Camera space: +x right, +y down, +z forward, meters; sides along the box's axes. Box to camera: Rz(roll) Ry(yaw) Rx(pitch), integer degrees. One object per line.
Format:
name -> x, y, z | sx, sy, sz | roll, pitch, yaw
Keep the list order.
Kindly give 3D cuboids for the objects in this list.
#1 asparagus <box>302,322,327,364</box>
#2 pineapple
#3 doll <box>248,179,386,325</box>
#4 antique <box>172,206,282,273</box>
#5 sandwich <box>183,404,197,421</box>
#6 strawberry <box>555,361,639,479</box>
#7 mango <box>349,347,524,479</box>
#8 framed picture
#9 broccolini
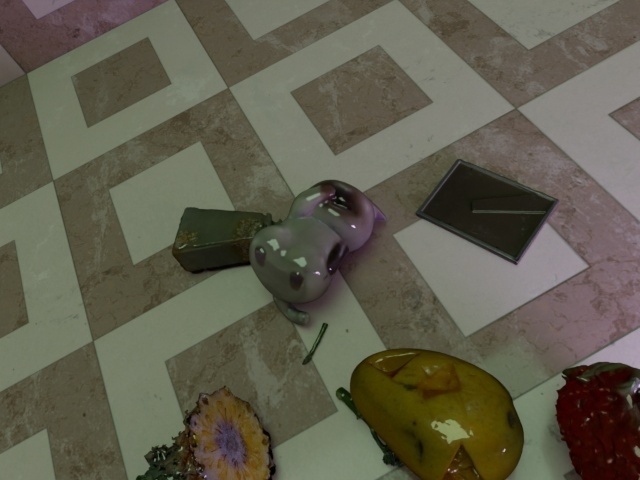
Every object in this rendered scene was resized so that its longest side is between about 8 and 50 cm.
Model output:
asparagus -> -0.012, 0.249, 1.349 | 0.015, 0.014, 0.114 | -5, 49, 54
pineapple -> -0.272, 0.479, 1.188 | 0.272, 0.262, 0.262 | -31, 53, 23
doll -> -0.014, -0.003, 1.378 | 0.215, 0.226, 0.370 | 26, 69, 27
antique -> -0.235, -0.004, 1.502 | 0.284, 0.125, 0.150 | -3, 59, 14
sandwich -> -0.279, 0.405, 1.316 | 0.083, 0.031, 0.044 | -4, 60, 14
strawberry -> 0.556, 0.384, 0.984 | 0.292, 0.292, 0.343 | 2, 76, 17
mango -> 0.221, 0.340, 1.119 | 0.365, 0.182, 0.253 | 19, 41, 34
framed picture -> 0.421, -0.083, 1.433 | 0.289, 0.016, 0.213 | 29, 70, 29
broccolini -> 0.106, 0.402, 1.210 | 0.067, 0.058, 0.216 | -17, 37, -40
